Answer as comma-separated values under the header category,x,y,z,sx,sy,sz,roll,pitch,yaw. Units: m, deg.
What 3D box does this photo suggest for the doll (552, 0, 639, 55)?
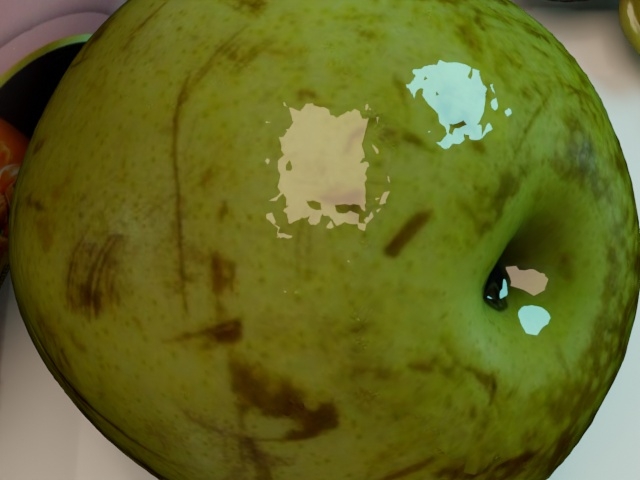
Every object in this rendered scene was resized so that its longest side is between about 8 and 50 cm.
category,x,y,z,sx,sy,sz,roll,pitch,yaw
doll,0.182,-0.172,0.825,0.188,0.096,0.145,37,82,5

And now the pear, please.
category,x,y,z,sx,sy,sz,roll,pitch,yaw
pear,0.000,0.000,0.678,0.284,0.283,0.283,-1,69,2

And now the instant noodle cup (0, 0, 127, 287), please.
category,x,y,z,sx,sy,sz,roll,pitch,yaw
instant noodle cup,-0.232,-0.045,0.739,0.244,0.244,0.255,13,79,8
